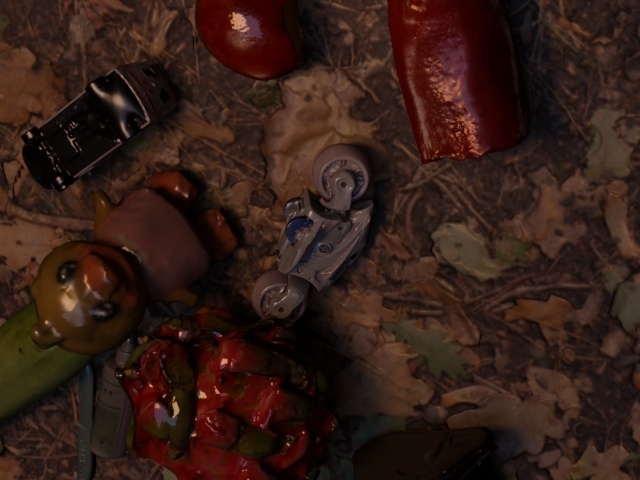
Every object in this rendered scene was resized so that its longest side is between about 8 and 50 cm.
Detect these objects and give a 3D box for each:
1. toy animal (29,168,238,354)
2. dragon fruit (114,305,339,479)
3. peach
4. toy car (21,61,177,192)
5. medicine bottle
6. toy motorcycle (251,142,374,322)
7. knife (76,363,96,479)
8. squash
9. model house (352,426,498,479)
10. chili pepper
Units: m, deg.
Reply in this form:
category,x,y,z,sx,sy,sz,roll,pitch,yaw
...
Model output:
category,x,y,z,sx,sy,sz,roll,pitch,yaw
toy animal,-0.253,0.039,1.594,0.195,0.281,0.169,46,135,2
dragon fruit,-0.114,0.203,1.583,0.237,0.231,0.302,6,143,50
peach,-0.085,-0.253,1.532,0.151,0.151,0.118,3,62,19
toy car,-0.283,-0.145,1.635,0.210,0.108,0.089,-32,95,29
medicine bottle,-0.272,0.200,1.754,0.057,0.057,0.199,20,111,14
toy motorcycle,0.000,0.000,1.586,0.112,0.112,0.254,30,112,10
knife,-0.332,0.260,1.817,0.028,0.015,0.210,6,108,11
squash,-0.434,0.183,1.781,0.370,0.118,0.118,-35,92,29
model house,0.144,0.333,1.624,0.203,0.141,0.164,-5,127,42
chili pepper,0.137,-0.260,1.432,0.134,0.131,0.338,-3,110,47
